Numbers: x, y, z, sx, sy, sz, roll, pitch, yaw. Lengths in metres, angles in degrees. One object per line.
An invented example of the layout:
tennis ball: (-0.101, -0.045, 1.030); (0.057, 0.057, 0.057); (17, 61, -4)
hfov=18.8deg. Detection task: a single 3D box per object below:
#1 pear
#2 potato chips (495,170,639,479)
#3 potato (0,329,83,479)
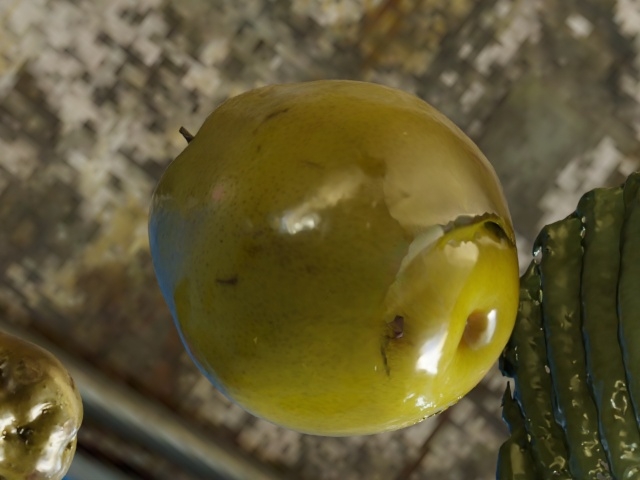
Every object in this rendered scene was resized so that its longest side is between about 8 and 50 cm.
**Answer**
pear: (-0.005, 0.008, 1.532); (0.336, 0.285, 0.285); (10, 172, 21)
potato chips: (0.269, 0.098, 1.577); (0.097, 0.389, 0.373); (14, 163, -22)
potato: (-0.381, 0.129, 1.772); (0.369, 0.176, 0.195); (21, -167, 27)
